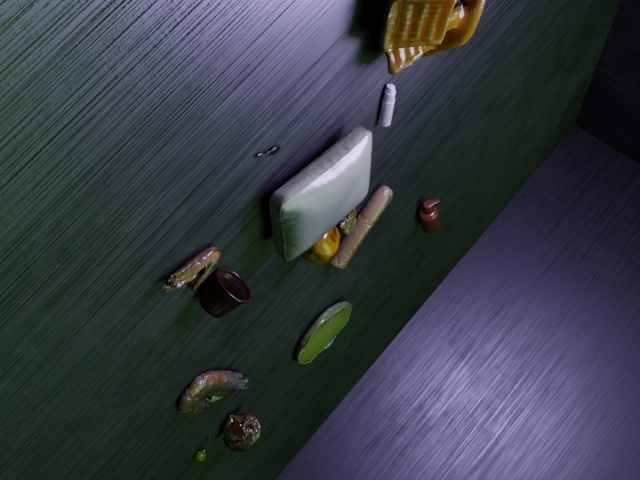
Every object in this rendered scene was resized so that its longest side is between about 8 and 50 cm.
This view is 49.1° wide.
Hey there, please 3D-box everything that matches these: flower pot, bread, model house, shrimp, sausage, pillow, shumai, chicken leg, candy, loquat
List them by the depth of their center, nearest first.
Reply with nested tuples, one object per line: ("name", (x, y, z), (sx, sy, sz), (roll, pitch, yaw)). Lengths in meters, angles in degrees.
("model house", (0.212, -0.461, 1.509), (0.239, 0.173, 0.268), (-38, 153, -35))
("shrimp", (-0.290, 0.081, 1.550), (0.178, 0.034, 0.124), (-42, 165, -37))
("flower pot", (-0.233, 0.134, 1.670), (0.089, 0.111, 0.111), (-45, 163, 17))
("pillow", (0.006, -0.115, 1.727), (0.322, 0.119, 0.255), (-41, 155, -22))
("loquat", (0.000, 0.000, 1.926), (0.137, 0.112, 0.137), (15, 90, -75))
("chicken leg", (0.077, -0.090, 2.001), (0.093, 0.070, 0.178), (-53, 162, -57))
("shrimp", (-0.314, 0.455, 2.088), (0.164, 0.062, 0.316), (-52, 156, 12))
("sausage", (0.131, -0.042, 2.204), (0.301, 0.065, 0.065), (-58, 159, 13))
("candy", (-0.395, 0.700, 2.371), (0.035, 0.035, 0.123), (2, 118, -45))
("shumai", (-0.287, 0.669, 2.427), (0.105, 0.123, 0.139), (-2, 142, -51))
("bread", (0.009, 0.346, 2.622), (0.301, 0.045, 0.301), (-41, 157, -22))

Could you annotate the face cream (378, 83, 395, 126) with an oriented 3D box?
("face cream", (0.174, -0.352, 1.815), (0.034, 0.034, 0.130), (-42, 157, -26))

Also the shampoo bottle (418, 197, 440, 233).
("shampoo bottle", (0.423, -0.099, 2.708), (0.085, 0.085, 0.244), (-49, 161, -8))

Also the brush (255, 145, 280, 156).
("brush", (-0.111, -0.190, 1.505), (0.083, 0.008, 0.024), (-25, 150, -52))
